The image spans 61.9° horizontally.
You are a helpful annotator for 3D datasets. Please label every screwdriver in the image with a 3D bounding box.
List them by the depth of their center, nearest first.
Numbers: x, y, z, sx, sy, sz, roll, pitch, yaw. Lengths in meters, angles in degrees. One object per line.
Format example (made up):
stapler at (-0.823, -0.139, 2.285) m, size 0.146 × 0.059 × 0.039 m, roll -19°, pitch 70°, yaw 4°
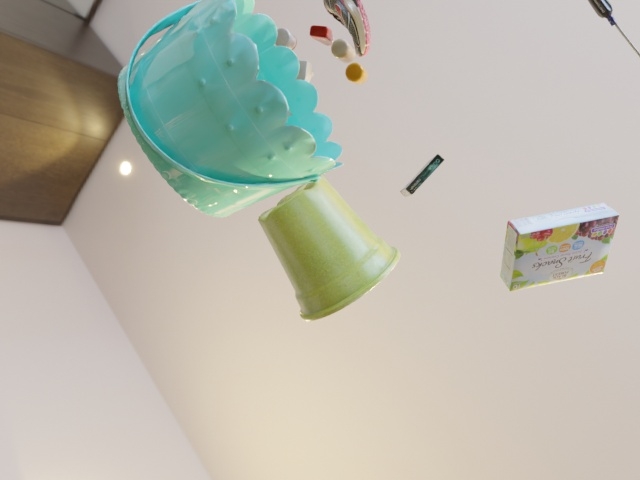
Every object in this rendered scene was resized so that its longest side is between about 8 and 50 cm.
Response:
screwdriver at (0.494, -0.345, 0.884) m, size 0.025 × 0.024 × 0.169 m, roll -33°, pitch -88°, yaw 18°

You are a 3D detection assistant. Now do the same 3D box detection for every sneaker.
sneaker at (0.078, -0.724, 1.681) m, size 0.112 × 0.120 × 0.299 m, roll -17°, pitch -67°, yaw 20°

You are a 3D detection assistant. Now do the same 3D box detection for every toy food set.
toy food set at (-0.010, -0.396, 1.152) m, size 0.233 × 0.104 × 0.111 m, roll 8°, pitch -79°, yaw 13°

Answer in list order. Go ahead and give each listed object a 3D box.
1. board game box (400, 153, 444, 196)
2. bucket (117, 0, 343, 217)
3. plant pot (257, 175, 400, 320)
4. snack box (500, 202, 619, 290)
board game box at (0.278, -0.176, 1.478) m, size 0.026 × 0.186 × 0.126 m, roll 42°, pitch -85°, yaw 1°
bucket at (-0.115, -0.176, 0.709) m, size 0.183 × 0.281 × 0.281 m, roll -29°, pitch -110°, yaw 15°
plant pot at (0.000, 0.000, 1.224) m, size 0.276 × 0.276 × 0.253 m, roll -29°, pitch -80°, yaw 28°
snack box at (0.322, 0.010, 0.728) m, size 0.141 × 0.100 × 0.037 m, roll -11°, pitch -143°, yaw -5°
